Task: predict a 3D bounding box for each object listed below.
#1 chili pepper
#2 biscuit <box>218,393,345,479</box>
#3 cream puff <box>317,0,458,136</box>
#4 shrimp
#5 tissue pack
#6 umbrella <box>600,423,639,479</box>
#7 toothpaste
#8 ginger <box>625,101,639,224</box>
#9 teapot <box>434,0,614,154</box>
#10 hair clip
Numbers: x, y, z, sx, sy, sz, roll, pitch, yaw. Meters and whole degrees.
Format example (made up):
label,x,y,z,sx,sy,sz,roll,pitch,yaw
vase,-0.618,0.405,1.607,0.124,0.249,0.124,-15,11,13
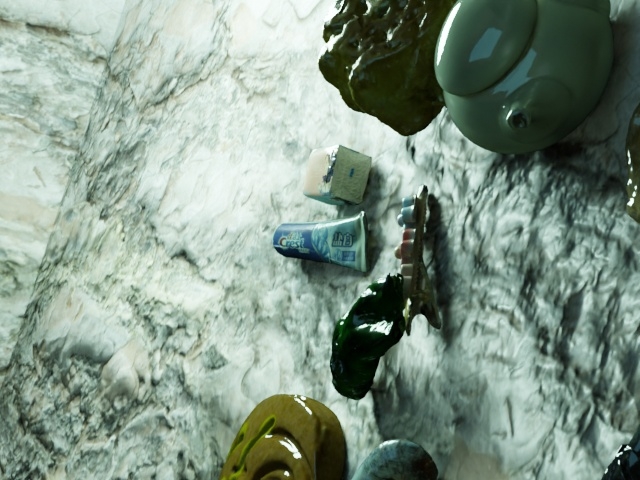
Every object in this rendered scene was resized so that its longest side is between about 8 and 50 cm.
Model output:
label,x,y,z,sx,sy,sz,roll,pitch,yaw
chili pepper,0.053,0.110,2.101,0.224,0.061,0.098,112,156,-59
biscuit,-0.073,0.382,2.255,0.350,0.070,0.394,-18,58,62
cream puff,0.114,-0.240,2.108,0.244,0.196,0.244,-32,20,13
shrimp,0.057,0.301,2.026,0.090,0.079,0.233,-44,-10,-52
tissue pack,0.021,-0.085,2.382,0.094,0.059,0.074,-1,75,66
umbrella,0.266,0.252,1.617,0.066,0.059,0.235,38,108,41
toothpaste,-0.001,0.001,2.395,0.268,0.047,0.069,2,63,62
ginger,0.350,-0.075,1.640,0.259,0.065,0.149,-168,90,-72
teapot,0.234,-0.246,1.907,0.220,0.149,0.318,23,89,55
hair clip,0.107,0.023,2.127,0.062,0.056,0.214,83,-177,-52
